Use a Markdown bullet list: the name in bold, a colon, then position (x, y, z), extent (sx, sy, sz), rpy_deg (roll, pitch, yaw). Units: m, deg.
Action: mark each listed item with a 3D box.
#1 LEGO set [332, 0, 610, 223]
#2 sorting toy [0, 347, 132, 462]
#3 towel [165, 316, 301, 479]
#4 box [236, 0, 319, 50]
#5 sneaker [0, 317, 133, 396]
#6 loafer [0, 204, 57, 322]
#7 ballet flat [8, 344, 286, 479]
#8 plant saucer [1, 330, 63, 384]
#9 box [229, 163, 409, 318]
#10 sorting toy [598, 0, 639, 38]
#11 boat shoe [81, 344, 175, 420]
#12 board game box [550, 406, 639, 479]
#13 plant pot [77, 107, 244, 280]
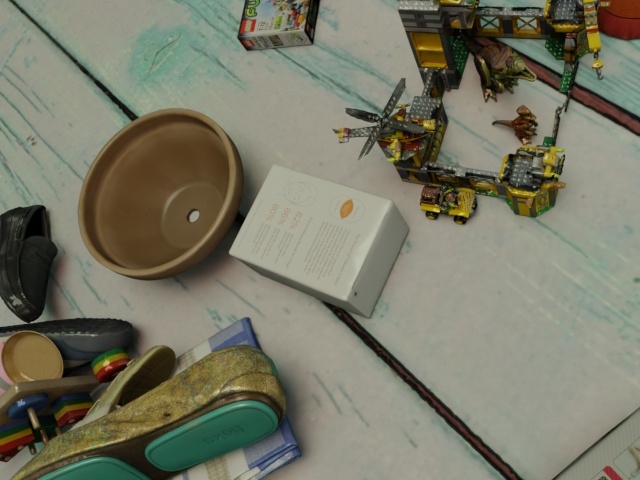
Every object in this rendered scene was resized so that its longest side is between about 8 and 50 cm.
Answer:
- **LEGO set**: position (0.187, -0.199, 0.713), extent (0.255, 0.192, 0.331), rpy_deg (21, 79, 26)
- **sorting toy**: position (-0.361, 0.231, 0.776), extent (0.274, 0.132, 0.046), rpy_deg (-39, 69, 15)
- **towel**: position (-0.173, 0.244, 0.760), extent (0.285, 0.034, 0.209), rpy_deg (-34, 50, 4)
- **box**: position (-0.054, -0.395, 0.968), extent (0.114, 0.036, 0.206), rpy_deg (1, 71, 22)
- **sneaker**: position (-0.394, 0.180, 0.860), extent (0.319, 0.112, 0.131), rpy_deg (-8, 90, 16)
- **loafer**: position (-0.428, 0.024, 0.917), extent (0.078, 0.076, 0.223), rpy_deg (-28, 48, -2)
- **ballet flat**: position (-0.200, 0.218, 0.702), extent (0.349, 0.123, 0.123), rpy_deg (-26, 63, 7)
- **plant saucer**: position (-0.358, 0.150, 0.784), extent (0.084, 0.015, 0.083), rpy_deg (2, 103, 8)
- **box**: position (0.000, 0.000, 0.767), extent (0.171, 0.091, 0.130), rpy_deg (21, 79, 26)
- **sorting toy**: position (0.370, -0.435, 0.772), extent (0.127, 0.126, 0.365), rpy_deg (-9, 68, 18)
- **boat shoe**: position (-0.243, 0.188, 0.780), extent (0.048, 0.056, 0.153), rpy_deg (34, 88, 43)
- **board game box**: position (0.238, 0.306, 0.494), extent (0.303, 0.097, 0.224), rpy_deg (-29, 60, -18)
- **plant pot**: position (-0.199, -0.050, 0.852), extent (0.237, 0.110, 0.237), rpy_deg (-8, 67, 18)
